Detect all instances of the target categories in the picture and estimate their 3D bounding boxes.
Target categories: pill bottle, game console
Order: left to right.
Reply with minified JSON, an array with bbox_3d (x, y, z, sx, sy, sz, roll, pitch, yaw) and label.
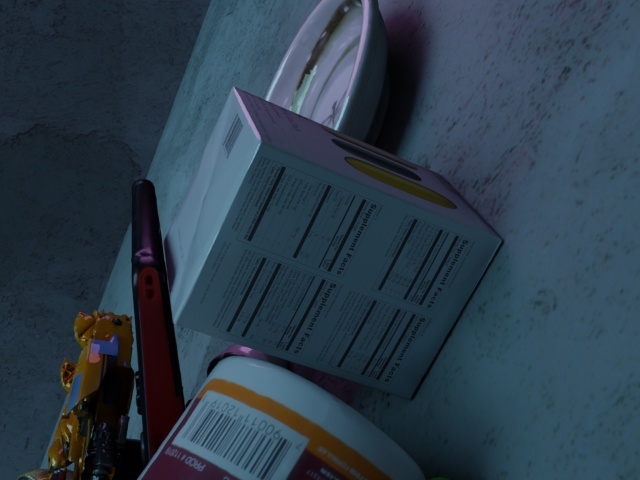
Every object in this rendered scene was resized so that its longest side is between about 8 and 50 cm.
[{"bbox_3d":[-0.203,0.130,1.075,0.386,0.060,0.342,-125,29,-69],"label":"game console"},{"bbox_3d":[-0.097,0.313,0.732,0.392,0.224,0.224,-56,16,-21],"label":"pill bottle"}]

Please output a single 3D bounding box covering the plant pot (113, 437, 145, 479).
[{"bbox_3d":[-0.276,0.429,1.345,0.187,0.188,0.167,-103,27,-55],"label":"plant pot"}]

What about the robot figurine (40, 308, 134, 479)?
[{"bbox_3d":[-0.269,0.236,1.008,0.291,0.085,0.211,-92,22,-43],"label":"robot figurine"}]

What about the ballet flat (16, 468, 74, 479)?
[{"bbox_3d":[-0.450,0.494,1.373,0.123,0.123,0.349,-116,46,-62],"label":"ballet flat"}]

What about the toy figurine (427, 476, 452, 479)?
[{"bbox_3d":[0.119,0.259,0.648,0.159,0.130,0.173,-10,35,51],"label":"toy figurine"}]

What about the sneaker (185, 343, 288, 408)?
[{"bbox_3d":[-0.099,0.202,1.233,0.129,0.111,0.297,-47,-4,-35],"label":"sneaker"}]

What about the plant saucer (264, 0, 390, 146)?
[{"bbox_3d":[0.007,-0.178,1.302,0.400,0.100,0.400,-52,26,39],"label":"plant saucer"}]

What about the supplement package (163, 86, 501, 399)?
[{"bbox_3d":[0.000,0.000,0.919,0.198,0.262,0.199,-63,22,17],"label":"supplement package"}]
